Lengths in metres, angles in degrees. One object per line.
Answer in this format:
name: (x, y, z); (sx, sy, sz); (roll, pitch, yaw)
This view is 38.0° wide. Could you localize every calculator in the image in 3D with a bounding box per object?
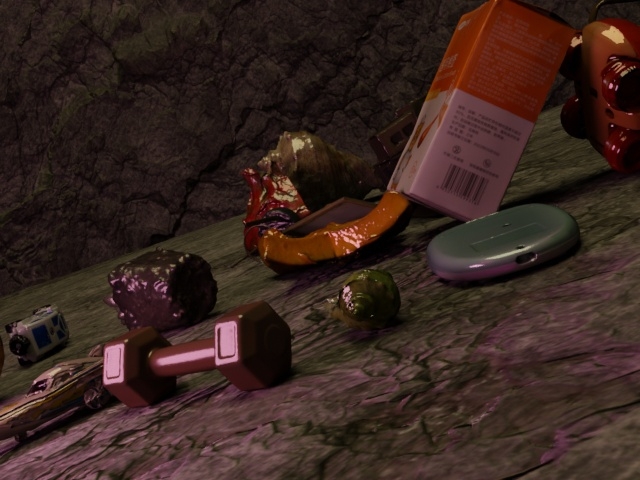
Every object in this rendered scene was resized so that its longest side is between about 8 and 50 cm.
calculator: (0.225, 0.000, 1.177); (0.185, 0.041, 0.299); (-19, 8, 3)

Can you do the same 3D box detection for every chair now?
chair: (-0.114, -0.001, 1.946); (0.095, 0.104, 0.221); (-37, 2, 23)

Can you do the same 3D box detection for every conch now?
conch: (-0.004, -0.152, 2.436); (0.210, 0.352, 0.297); (-63, 18, 4)
conch: (0.047, 0.062, 1.032); (0.089, 0.074, 0.121); (-6, 14, 17)

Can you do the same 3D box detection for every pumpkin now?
pumpkin: (0.019, -0.004, 1.564); (0.258, 0.095, 0.290); (-16, 0, -2)

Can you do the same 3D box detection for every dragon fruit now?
dragon fruit: (-0.128, -0.077, 2.143); (0.134, 0.211, 0.262); (-14, -1, -19)

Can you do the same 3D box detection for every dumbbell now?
dumbbell: (-0.136, 0.125, 1.002); (0.231, 0.092, 0.082); (-14, -19, 35)

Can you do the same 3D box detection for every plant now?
plant: (-0.269, 0.084, 1.513); (0.194, 0.129, 0.132); (-9, 12, 41)

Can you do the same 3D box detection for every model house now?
model house: (0.241, -0.190, 1.800); (0.243, 0.204, 0.211); (-34, 7, -12)

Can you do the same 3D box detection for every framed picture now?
framed picture: (0.040, -0.033, 1.680); (0.136, 0.010, 0.201); (12, -23, -32)

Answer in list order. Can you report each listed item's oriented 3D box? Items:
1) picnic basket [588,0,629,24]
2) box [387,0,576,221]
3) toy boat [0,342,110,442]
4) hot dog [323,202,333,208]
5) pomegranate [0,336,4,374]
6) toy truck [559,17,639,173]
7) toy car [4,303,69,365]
picnic basket: (0.665, -0.333, 1.717); (0.321, 0.254, 0.291); (-6, 5, -2)
box: (0.252, -0.206, 1.498); (0.143, 0.341, 0.225); (24, 3, -7)
toy boat: (-0.328, 0.190, 1.093); (0.210, 0.066, 0.084); (-25, 8, -39)
hot dog: (0.019, -0.032, 1.901); (0.100, 0.068, 0.249); (-33, 6, -7)
pomegranate: (-0.580, 0.168, 1.347); (0.215, 0.215, 0.215); (-19, 7, 2)
toy truck: (0.521, -0.246, 1.489); (0.239, 0.265, 0.189); (-25, 38, -7)
toy car: (-0.513, 0.170, 1.701); (0.070, 0.080, 0.170); (-17, 7, 13)
